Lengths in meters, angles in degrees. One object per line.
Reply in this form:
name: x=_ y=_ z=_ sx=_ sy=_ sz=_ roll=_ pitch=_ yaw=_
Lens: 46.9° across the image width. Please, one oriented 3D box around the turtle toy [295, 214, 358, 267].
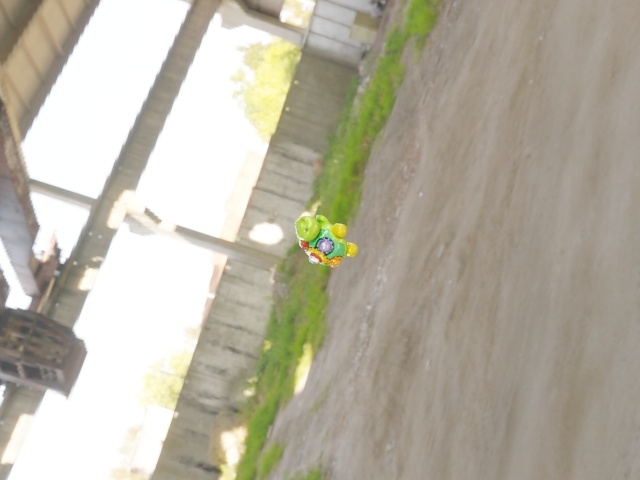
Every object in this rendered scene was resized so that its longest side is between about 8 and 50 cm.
turtle toy: x=0.000 y=0.000 z=1.297 sx=0.066 sy=0.095 sz=0.130 roll=-55 pitch=-47 yaw=-27
